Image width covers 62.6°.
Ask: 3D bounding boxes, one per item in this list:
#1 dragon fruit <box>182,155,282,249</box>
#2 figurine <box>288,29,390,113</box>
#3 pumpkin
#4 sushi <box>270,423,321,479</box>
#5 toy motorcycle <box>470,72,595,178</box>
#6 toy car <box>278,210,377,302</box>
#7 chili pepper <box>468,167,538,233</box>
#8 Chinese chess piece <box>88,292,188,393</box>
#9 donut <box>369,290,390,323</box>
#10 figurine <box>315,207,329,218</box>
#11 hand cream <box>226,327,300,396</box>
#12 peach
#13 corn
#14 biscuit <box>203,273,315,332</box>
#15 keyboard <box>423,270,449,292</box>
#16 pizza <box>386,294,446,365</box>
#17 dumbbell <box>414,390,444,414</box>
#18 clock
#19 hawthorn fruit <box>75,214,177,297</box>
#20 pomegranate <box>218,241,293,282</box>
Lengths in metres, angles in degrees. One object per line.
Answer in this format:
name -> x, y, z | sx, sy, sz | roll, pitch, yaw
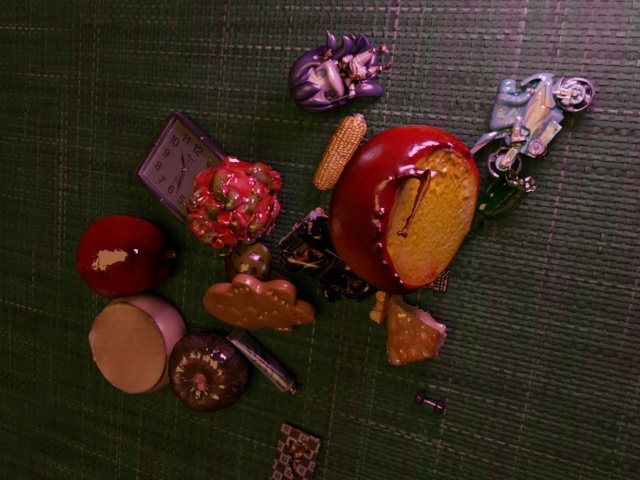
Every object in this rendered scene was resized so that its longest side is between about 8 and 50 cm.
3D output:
dragon fruit -> -0.242, -0.107, 1.495 | 0.237, 0.302, 0.231 | 30, 139, 38
figurine -> 0.046, -0.432, 1.372 | 0.264, 0.197, 0.175 | -12, 92, 3
pumpkin -> -0.351, 0.414, 1.630 | 0.260, 0.189, 0.261 | 3, 108, 8
sushi -> -0.075, 0.684, 1.656 | 0.139, 0.031, 0.201 | 17, 100, 19
toy motorcycle -> 0.486, -0.291, 1.261 | 0.198, 0.109, 0.297 | 42, 109, 14
toy car -> 0.032, 0.058, 1.447 | 0.301, 0.118, 0.193 | 36, 127, -16
chili pepper -> 0.435, -0.097, 1.307 | 0.098, 0.061, 0.224 | 31, 127, -16
Chinese chess piece -> -0.605, 0.343, 1.764 | 0.337, 0.140, 0.339 | 4, 100, 21
donut -> 0.166, 0.182, 1.476 | 0.037, 0.067, 0.083 | 21, 139, 35
figurine -> 0.000, 0.000, 1.521 | 0.083, 0.083, 0.188 | 2, 112, 21
hand cream -> -0.175, 0.375, 1.628 | 0.271, 0.091, 0.058 | 43, 114, 8
peach -> 0.183, -0.085, 1.290 | 0.310, 0.334, 0.406 | 34, 120, 44
corn -> 0.051, -0.243, 1.454 | 0.080, 0.080, 0.238 | 34, 106, 14
biscuit -> -0.192, 0.195, 1.541 | 0.354, 0.052, 0.275 | -7, 137, 30
keyboard -> 0.251, 0.095, 1.455 | 0.204, 0.013, 0.061 | 11, 102, 20
pizza -> 0.261, 0.270, 1.448 | 0.188, 0.080, 0.204 | 25, 118, 40
dumbbell -> 0.305, 0.454, 1.470 | 0.083, 0.040, 0.036 | 21, 136, 18
clock -> -0.433, -0.222, 1.665 | 0.273, 0.049, 0.279 | 44, 110, 10
hawthorn fruit -> -0.602, 0.054, 1.668 | 0.306, 0.265, 0.266 | 3, 99, 3
pomegranate -> -0.192, 0.098, 1.561 | 0.156, 0.156, 0.220 | -33, 94, 22
